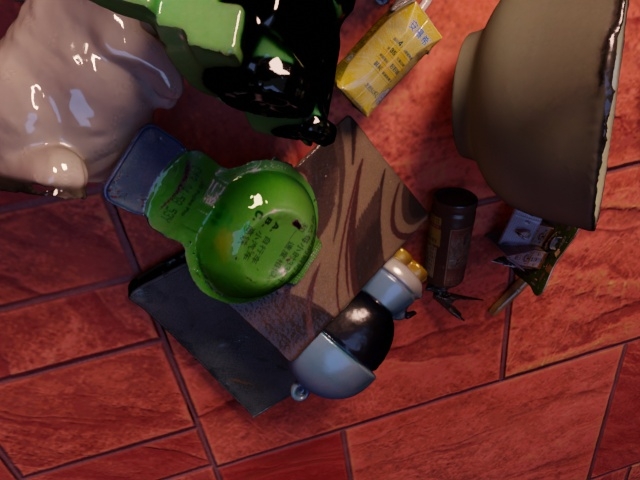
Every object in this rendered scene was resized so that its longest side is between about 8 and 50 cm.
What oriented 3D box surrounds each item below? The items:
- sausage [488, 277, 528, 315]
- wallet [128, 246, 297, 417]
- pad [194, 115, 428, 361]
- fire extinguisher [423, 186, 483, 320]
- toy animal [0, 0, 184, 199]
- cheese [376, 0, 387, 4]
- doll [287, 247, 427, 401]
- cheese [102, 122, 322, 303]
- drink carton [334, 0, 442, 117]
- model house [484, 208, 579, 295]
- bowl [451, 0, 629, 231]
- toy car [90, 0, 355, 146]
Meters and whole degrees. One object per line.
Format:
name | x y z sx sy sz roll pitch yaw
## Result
sausage | 0.395 0.103 0.969 0.024 0.024 0.132 32 107 -28
wallet | -0.142 0.160 0.834 0.190 0.046 0.379 -31 123 3
pad | 0.000 0.000 0.724 0.330 0.004 0.220 -46 109 -8
fire extinguisher | 0.236 0.039 0.840 0.075 0.106 0.252 -30 131 -40
toy animal | -0.268 -0.227 0.518 0.257 0.194 0.357 10 101 5
cheese | 0.088 -0.368 0.619 0.047 0.017 0.111 -4 119 -17
doll | 0.056 0.149 0.820 0.177 0.141 0.314 44 82 -18
cheese | -0.109 -0.025 0.598 0.320 0.083 0.204 33 88 -44
drink carton | 0.104 -0.268 0.647 0.084 0.074 0.200 37 105 -30
model house | 0.365 0.000 0.852 0.088 0.117 0.167 9 119 -16
bowl | 0.291 -0.195 0.638 0.185 0.354 0.354 8 127 30
toy car | -0.067 -0.228 0.478 0.176 0.358 0.214 9 91 9
